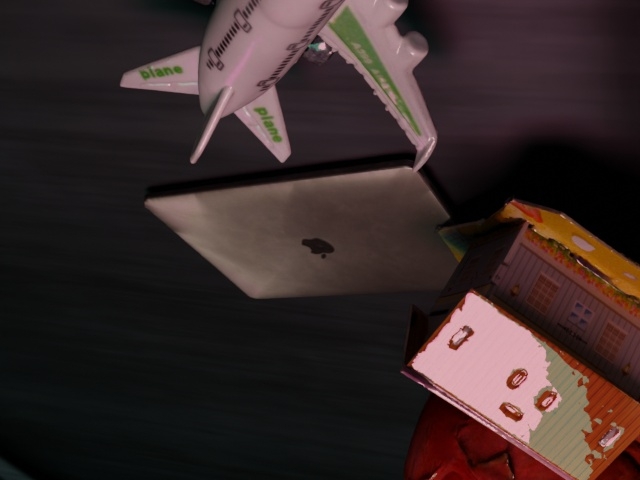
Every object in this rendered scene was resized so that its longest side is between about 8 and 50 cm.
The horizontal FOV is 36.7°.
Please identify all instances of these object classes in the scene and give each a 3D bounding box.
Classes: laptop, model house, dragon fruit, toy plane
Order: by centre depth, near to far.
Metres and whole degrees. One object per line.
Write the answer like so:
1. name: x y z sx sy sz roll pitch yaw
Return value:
1. toy plane: -0.022 -0.135 0.523 0.251 0.101 0.255 24 146 -15
2. model house: 0.161 0.093 0.693 0.219 0.136 0.207 36 164 -7
3. laptop: 0.000 0.000 0.832 0.269 0.015 0.188 -5 146 32
4. dragon fruit: 0.193 0.209 0.876 0.240 0.252 0.241 6 -164 -2
